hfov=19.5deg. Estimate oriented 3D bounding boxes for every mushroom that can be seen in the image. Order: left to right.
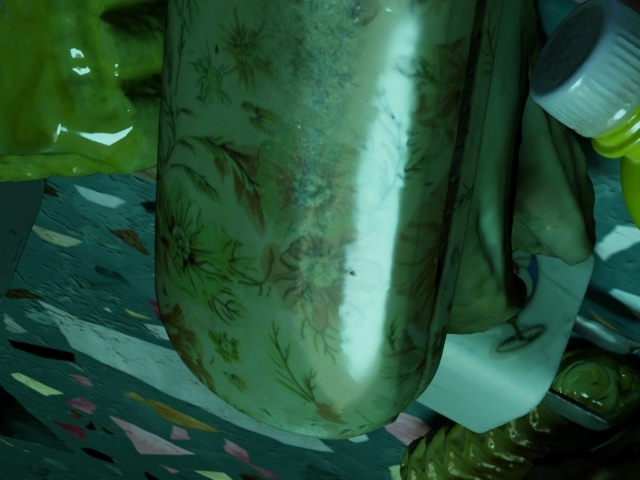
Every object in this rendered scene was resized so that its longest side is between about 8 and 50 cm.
[{"bbox_3d":[0.023,-0.060,1.063,0.217,0.212,0.292,3,156,23],"label":"mushroom"}]

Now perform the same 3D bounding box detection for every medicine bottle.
[{"bbox_3d":[0.213,-0.046,0.996,0.212,0.122,0.122,32,154,-19],"label":"medicine bottle"}]

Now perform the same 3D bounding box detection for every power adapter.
[{"bbox_3d":[0.123,0.058,1.282,0.205,0.130,0.125,27,155,-11],"label":"power adapter"}]

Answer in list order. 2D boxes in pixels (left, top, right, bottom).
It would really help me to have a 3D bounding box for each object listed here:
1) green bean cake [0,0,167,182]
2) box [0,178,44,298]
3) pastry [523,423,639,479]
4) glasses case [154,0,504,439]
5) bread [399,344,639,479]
[{"bbox_3d":[-0.161,-0.143,1.005,0.236,0.233,0.124,-3,-171,44],"label":"green bean cake"},{"bbox_3d":[-0.331,-0.047,1.448,0.135,0.163,0.243,-2,146,27],"label":"box"},{"bbox_3d":[0.259,0.273,1.345,0.405,0.292,0.337,-24,171,1],"label":"pastry"},{"bbox_3d":[0.004,-0.101,0.860,0.156,0.098,0.425,23,122,28],"label":"glasses case"},{"bbox_3d":[0.158,0.160,1.529,0.077,0.084,0.367,67,155,11],"label":"bread"}]
